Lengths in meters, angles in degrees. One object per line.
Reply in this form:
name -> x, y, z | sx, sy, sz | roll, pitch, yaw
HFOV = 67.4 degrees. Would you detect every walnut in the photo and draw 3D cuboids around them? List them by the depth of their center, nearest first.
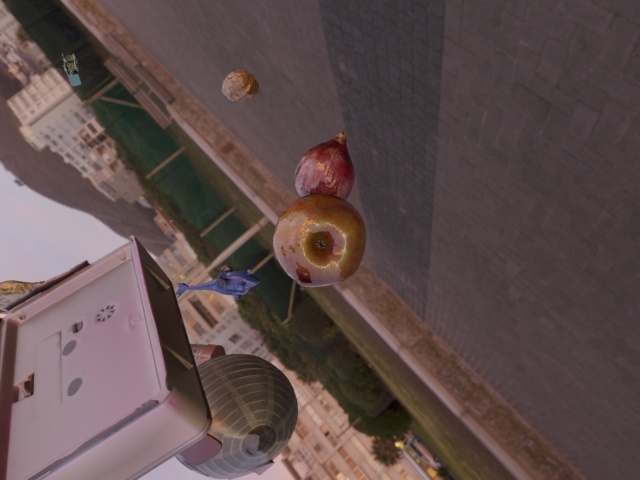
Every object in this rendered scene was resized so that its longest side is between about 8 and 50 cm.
walnut -> -0.206, -0.399, 1.239 | 0.096, 0.082, 0.079 | -14, 149, 33

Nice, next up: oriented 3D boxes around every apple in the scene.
apple -> 0.000, 0.000, 1.061 | 0.211, 0.211, 0.188 | 50, 180, -12

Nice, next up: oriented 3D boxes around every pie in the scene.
pie -> -0.711, 0.152, 1.201 | 0.274, 0.274, 0.055 | 71, -167, -71

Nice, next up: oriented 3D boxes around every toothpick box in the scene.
toothpick box -> -0.368, 0.354, 1.421 | 0.149, 0.098, 0.098 | 0, 152, 18

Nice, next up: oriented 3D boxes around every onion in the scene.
onion -> 0.019, -0.180, 1.190 | 0.160, 0.194, 0.159 | 18, -165, -5

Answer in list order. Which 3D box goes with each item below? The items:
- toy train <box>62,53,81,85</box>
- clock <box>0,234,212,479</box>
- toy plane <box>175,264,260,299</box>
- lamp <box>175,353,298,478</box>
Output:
toy train -> -0.521, -0.361, 1.008 | 0.092, 0.029, 0.045 | -126, 27, -43
clock -> -0.181, 0.100, 0.386 | 0.192, 0.147, 0.071 | 52, 172, 47
toy plane -> -0.193, 0.086, 0.886 | 0.054, 0.167, 0.062 | -82, -15, -63
lamp -> -0.168, 0.337, 0.924 | 0.265, 0.233, 0.233 | 22, -172, -32
